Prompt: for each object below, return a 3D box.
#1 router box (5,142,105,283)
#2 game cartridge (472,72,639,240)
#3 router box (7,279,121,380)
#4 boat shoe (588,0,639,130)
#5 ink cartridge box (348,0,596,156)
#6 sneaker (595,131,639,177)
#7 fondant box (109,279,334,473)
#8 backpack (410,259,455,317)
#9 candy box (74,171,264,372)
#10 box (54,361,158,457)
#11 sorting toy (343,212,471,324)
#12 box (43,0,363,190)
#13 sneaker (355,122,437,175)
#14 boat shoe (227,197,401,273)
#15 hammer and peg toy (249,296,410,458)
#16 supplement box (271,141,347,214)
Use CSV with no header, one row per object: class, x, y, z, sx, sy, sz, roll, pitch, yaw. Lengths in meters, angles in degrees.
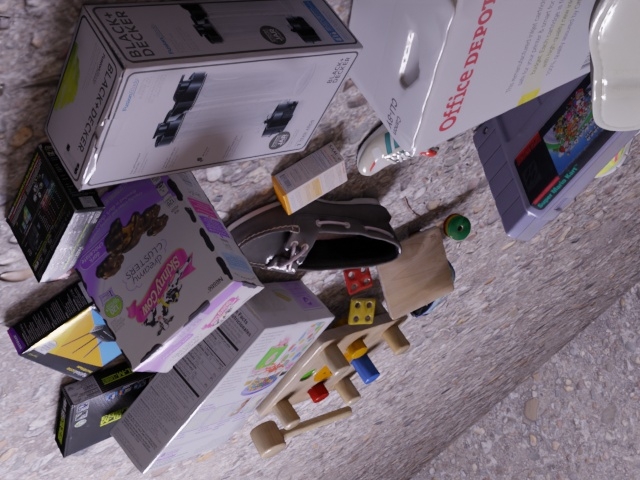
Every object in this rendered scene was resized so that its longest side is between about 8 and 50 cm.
router box,-0.279,-0.028,1.025,0.038,0.092,0.122,-11,148,-44
game cartridge,0.354,-0.190,1.391,0.068,0.230,0.355,18,131,-22
router box,-0.317,0.120,1.323,0.133,0.046,0.179,-34,157,1
boat shoe,0.338,-0.230,1.047,0.109,0.091,0.305,0,156,10
ink cartridge box,0.232,-0.297,1.095,0.384,0.160,0.279,-27,155,-20
sneaker,0.538,-0.202,1.814,0.094,0.081,0.208,2,132,-44
fondant box,-0.155,0.215,1.589,0.330,0.096,0.238,-49,161,18
backpack,0.195,0.073,1.849,0.114,0.105,0.084,-50,164,17
candy box,-0.185,0.025,1.122,0.165,0.196,0.070,-41,156,15
box,-0.329,0.260,1.581,0.190,0.045,0.184,-20,150,-31
sorting toy,0.153,0.057,1.755,0.274,0.046,0.132,-25,114,-17
box,-0.116,-0.156,0.999,0.290,0.087,0.169,-15,151,-38
sneaker,0.119,-0.135,1.370,0.161,0.075,0.057,-44,155,22
boat shoe,0.000,0.000,1.448,0.335,0.095,0.112,-8,146,-46
hammer and peg toy,-0.002,0.267,1.932,0.266,0.127,0.361,-12,148,-46
supplement box,-0.014,-0.084,1.340,0.098,0.036,0.062,-31,157,-8
